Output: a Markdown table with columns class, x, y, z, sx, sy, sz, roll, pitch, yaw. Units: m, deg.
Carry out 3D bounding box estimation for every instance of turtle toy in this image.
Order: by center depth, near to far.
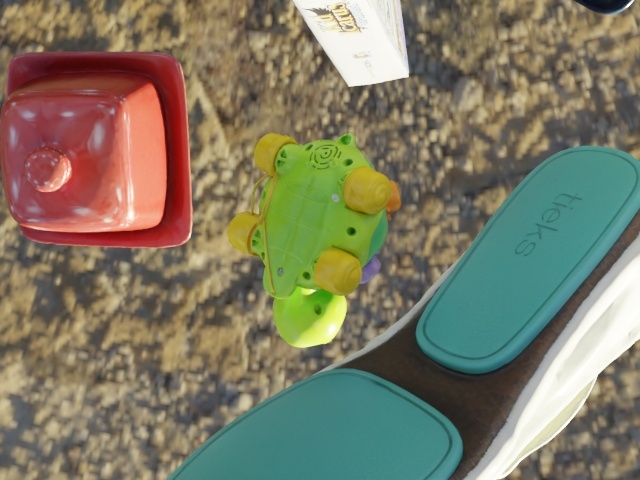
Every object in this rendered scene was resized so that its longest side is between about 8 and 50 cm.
| class | x | y | z | sx | sy | sz | roll | pitch | yaw |
| --- | --- | --- | --- | --- | --- | --- | --- | --- | --- |
| turtle toy | 0.000 | 0.000 | 0.864 | 0.066 | 0.095 | 0.130 | 9 | 102 | -52 |

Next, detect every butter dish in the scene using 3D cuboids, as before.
| class | x | y | z | sx | sy | sz | roll | pitch | yaw |
| --- | --- | --- | --- | --- | --- | --- | --- | --- | --- |
| butter dish | -0.193 | -0.065 | 1.165 | 0.160 | 0.118 | 0.160 | 2 | 103 | 17 |

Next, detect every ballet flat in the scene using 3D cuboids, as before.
| class | x | y | z | sx | sy | sz | roll | pitch | yaw |
| --- | --- | --- | --- | --- | --- | --- | --- | --- | --- |
| ballet flat | 0.063 | 0.108 | 0.811 | 0.400 | 0.139 | 0.139 | -41 | 124 | -23 |

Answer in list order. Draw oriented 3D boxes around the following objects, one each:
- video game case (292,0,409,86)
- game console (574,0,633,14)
| class | x | y | z | sx | sy | sz | roll | pitch | yaw |
| --- | --- | --- | --- | --- | --- | --- | --- | --- | --- |
| video game case | 0.006 | -0.289 | 1.187 | 0.061 | 0.269 | 0.244 | -10 | 165 | 13 |
| game console | 0.199 | -0.385 | 1.272 | 0.293 | 0.173 | 0.250 | 34 | 152 | 22 |
